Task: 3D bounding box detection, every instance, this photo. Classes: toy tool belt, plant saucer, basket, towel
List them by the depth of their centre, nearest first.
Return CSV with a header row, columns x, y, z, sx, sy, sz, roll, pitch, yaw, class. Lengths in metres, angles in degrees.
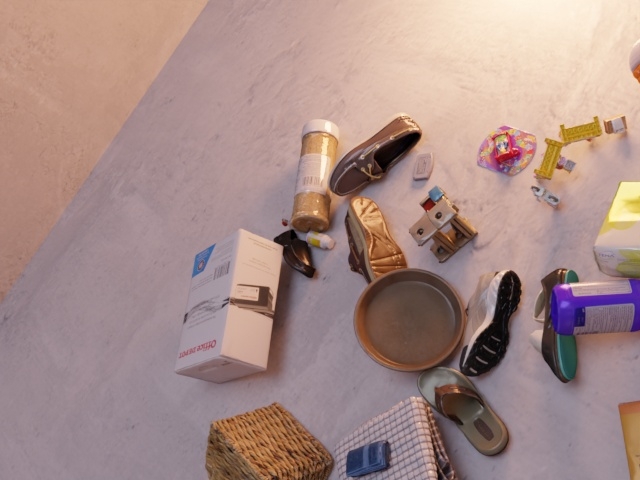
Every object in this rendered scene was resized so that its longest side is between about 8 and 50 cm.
x,y,z,sx,sy,sz,roll,pitch,yaw,class
0.106,0.494,1.672,0.119,0.029,0.067,-31,42,37,towel
0.172,0.520,1.702,0.284,0.121,0.235,-41,38,27,towel
0.222,0.201,1.859,0.278,0.041,0.277,-4,62,8,plant saucer
-0.141,0.607,1.955,0.299,0.223,0.213,31,120,46,basket
-0.076,-0.059,2.333,0.083,0.052,0.051,13,43,40,toy tool belt

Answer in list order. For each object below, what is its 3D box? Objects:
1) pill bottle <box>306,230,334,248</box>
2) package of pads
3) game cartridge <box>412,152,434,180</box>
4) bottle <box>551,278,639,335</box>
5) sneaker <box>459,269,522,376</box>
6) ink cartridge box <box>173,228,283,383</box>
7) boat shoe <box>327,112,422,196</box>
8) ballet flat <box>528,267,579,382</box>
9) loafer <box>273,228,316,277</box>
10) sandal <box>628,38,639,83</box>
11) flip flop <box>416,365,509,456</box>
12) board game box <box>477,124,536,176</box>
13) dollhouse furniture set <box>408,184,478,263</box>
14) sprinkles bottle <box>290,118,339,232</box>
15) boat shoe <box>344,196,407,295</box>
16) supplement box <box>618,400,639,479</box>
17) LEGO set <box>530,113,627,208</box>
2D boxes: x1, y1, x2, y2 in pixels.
x,y,z,sx,sy,sz,roll,pitch,yaw,class
0.000,0.000,2.227,0.083,0.043,0.043,19,78,37,pill bottle
0.743,-0.018,1.536,0.297,0.101,0.229,3,47,42,package of pads
0.298,-0.212,2.127,0.056,0.017,0.083,-5,62,42,game cartridge
0.627,0.135,1.528,0.283,0.118,0.092,-5,48,9,bottle
0.390,0.197,1.763,0.108,0.100,0.271,0,61,55,sneaker
-0.274,0.205,2.207,0.285,0.166,0.394,-26,49,48,ink cartridge box
0.160,-0.241,2.192,0.324,0.116,0.096,-40,43,7,boat shoe
0.524,0.193,1.654,0.096,0.095,0.280,-19,44,43,ballet flat
-0.072,0.031,2.245,0.078,0.080,0.220,-48,45,7,loafer
0.827,-0.367,1.744,0.102,0.076,0.265,-39,66,35,sandal
0.320,0.383,1.708,0.112,0.080,0.277,-48,43,6,flip flop
0.491,-0.249,1.974,0.169,0.033,0.133,32,88,45,board game box
0.295,-0.060,1.957,0.129,0.129,0.183,-42,47,13,dollhouse furniture set
-0.016,-0.202,2.307,0.121,0.121,0.355,-13,58,35,sprinkles bottle
0.140,0.043,2.057,0.123,0.123,0.341,-55,46,45,boat shoe
0.638,0.429,1.420,0.078,0.080,0.233,-18,53,33,supplement box
0.616,-0.218,1.831,0.132,0.107,0.287,42,90,11,LEGO set
